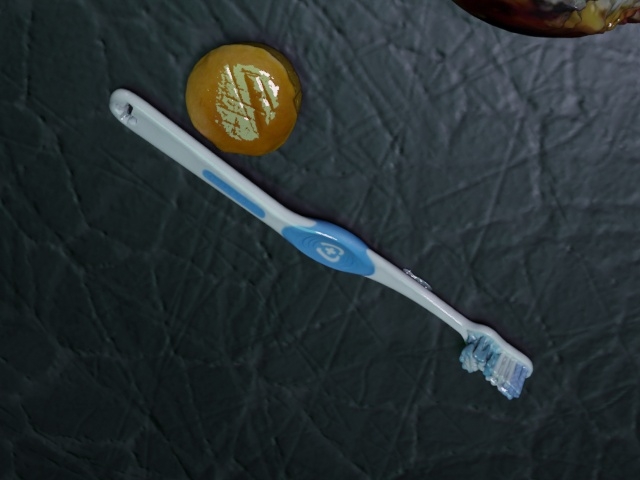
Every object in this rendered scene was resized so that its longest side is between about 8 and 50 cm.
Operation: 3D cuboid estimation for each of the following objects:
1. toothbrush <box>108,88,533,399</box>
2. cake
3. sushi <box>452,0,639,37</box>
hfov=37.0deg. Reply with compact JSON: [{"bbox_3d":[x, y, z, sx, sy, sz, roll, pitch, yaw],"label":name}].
[{"bbox_3d":[0.002,-0.003,0.733,0.386,0.040,0.040,36,116,-1],"label":"toothbrush"},{"bbox_3d":[-0.055,-0.102,0.691,0.084,0.044,0.084,4,113,9],"label":"cake"},{"bbox_3d":[0.138,-0.214,0.501,0.215,0.227,0.212,33,123,3],"label":"sushi"}]
